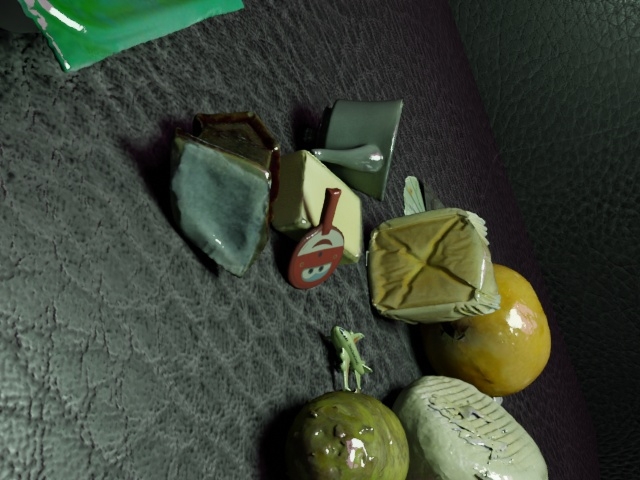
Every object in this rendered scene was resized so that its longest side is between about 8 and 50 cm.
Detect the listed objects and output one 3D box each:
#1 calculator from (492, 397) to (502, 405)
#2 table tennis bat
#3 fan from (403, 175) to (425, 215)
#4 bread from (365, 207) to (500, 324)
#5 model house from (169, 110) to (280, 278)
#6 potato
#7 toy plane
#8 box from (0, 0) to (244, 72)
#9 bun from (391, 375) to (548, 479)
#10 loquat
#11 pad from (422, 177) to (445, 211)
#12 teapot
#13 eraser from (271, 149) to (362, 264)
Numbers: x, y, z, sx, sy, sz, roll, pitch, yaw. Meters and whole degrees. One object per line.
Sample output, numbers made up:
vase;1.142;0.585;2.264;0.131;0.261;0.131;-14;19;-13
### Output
calculator;0.367;0.326;1.408;0.268;0.040;0.177;18;60;-58
table tennis bat;0.000;0.000;0.805;0.098;0.019;0.154;-10;126;-40
fan;0.220;-0.058;1.375;0.131;0.009;0.240;39;43;-46
bread;0.197;0.047;1.050;0.110;0.210;0.192;34;47;-59
model house;-0.100;-0.065;0.679;0.152;0.106;0.165;-83;-177;-58
potato;0.038;0.260;0.736;0.251;0.113;0.149;33;39;-64
toy plane;0.039;0.163;0.864;0.111;0.040;0.102;56;30;-30
box;-0.224;-0.294;0.537;0.264;0.106;0.336;64;29;-19
bun;0.218;0.337;0.952;0.273;0.168;0.273;25;21;-11
loquat;0.323;0.174;1.175;0.263;0.263;0.263;39;43;-49
pad;0.341;0.025;1.551;0.367;0.007;0.247;41;42;-51
teapot;0.045;-0.157;0.959;0.239;0.149;0.162;-67;167;-66
eraser;-0.001;-0.042;0.876;0.172;0.058;0.117;33;51;-52
